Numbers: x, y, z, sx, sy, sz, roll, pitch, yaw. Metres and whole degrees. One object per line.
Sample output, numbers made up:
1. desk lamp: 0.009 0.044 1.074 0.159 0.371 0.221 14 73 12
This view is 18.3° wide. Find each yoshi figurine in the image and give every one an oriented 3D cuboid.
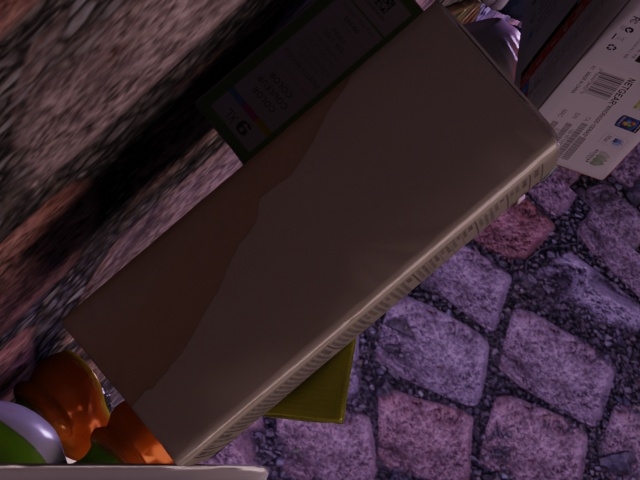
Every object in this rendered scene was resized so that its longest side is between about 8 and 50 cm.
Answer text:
1. yoshi figurine: -0.265 0.259 1.484 0.362 0.203 0.203 -38 178 -31

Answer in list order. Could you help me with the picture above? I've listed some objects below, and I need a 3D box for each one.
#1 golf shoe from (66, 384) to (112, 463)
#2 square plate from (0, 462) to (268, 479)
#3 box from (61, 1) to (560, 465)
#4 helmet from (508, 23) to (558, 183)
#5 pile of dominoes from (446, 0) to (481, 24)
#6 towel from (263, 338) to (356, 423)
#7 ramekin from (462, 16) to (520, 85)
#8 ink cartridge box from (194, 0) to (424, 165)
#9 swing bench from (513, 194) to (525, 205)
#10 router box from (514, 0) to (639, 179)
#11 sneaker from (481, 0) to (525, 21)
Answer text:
1. golf shoe: -0.251 0.193 1.646 0.198 0.077 0.094 -47 179 3
2. square plate: -0.235 0.283 1.321 0.344 0.049 0.347 4 128 -33
3. box: 0.000 0.000 1.278 0.311 0.121 0.148 -40 173 1
4. helmet: 0.208 -0.140 2.191 0.169 0.161 0.169 -45 174 -6
5. pile of dominoes: 0.076 -0.131 1.929 0.251 0.040 0.196 -48 174 25
6. towel: -0.014 0.007 1.381 0.021 0.102 0.237 44 52 -67
7. ramekin: 0.078 -0.095 1.527 0.207 0.109 0.207 -19 -172 3
8. ink cartridge box: -0.023 -0.096 1.331 0.209 0.062 0.109 -41 175 2
9. swing bench: 0.315 -0.215 2.481 0.253 0.165 0.254 -42 178 -39
10. router box: 0.247 -0.254 1.373 0.335 0.082 0.301 127 -22 -56
11. sneaker: 0.252 -0.227 1.947 0.099 0.153 0.282 -48 174 16
